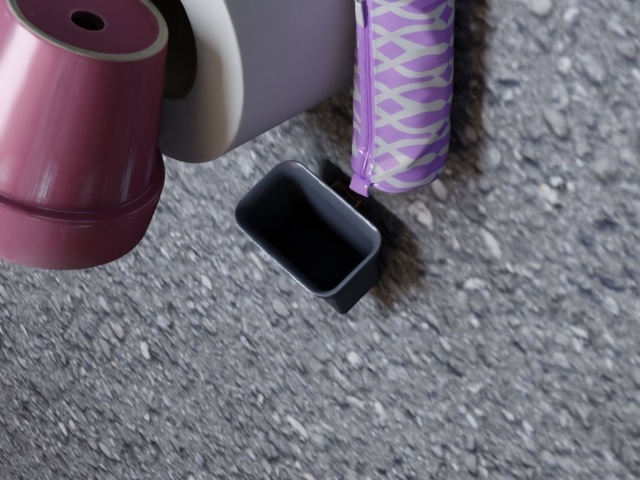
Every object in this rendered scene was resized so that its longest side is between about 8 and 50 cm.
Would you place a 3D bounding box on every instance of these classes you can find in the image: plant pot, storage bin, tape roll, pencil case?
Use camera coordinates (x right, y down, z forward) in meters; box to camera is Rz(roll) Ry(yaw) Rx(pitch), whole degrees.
[{"bbox_3d":[-0.206,-0.108,1.179,0.201,0.201,0.180,42,128,24],"label":"plant pot"},{"bbox_3d":[0.000,0.000,1.389,0.135,0.098,0.091,41,171,24],"label":"storage bin"},{"bbox_3d":[-0.084,-0.208,1.249,0.246,0.169,0.246,32,138,34],"label":"tape roll"},{"bbox_3d":[0.062,-0.137,1.188,0.086,0.088,0.206,26,136,35],"label":"pencil case"}]
